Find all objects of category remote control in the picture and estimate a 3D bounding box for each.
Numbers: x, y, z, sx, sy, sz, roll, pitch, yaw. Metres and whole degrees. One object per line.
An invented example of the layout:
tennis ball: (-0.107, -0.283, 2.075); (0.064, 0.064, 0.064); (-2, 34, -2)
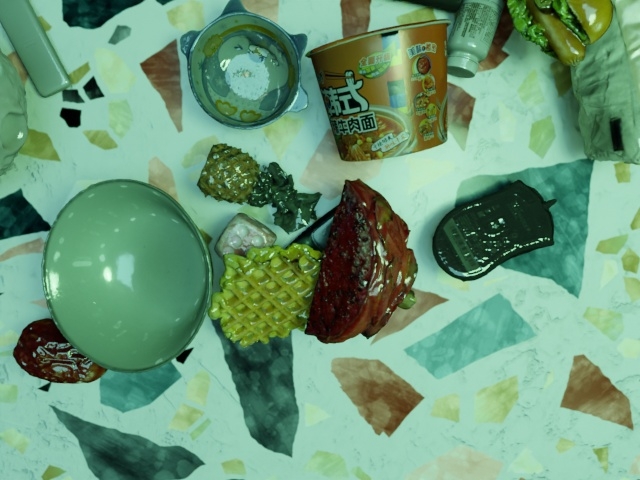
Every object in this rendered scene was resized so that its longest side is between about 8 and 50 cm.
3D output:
remote control: (-0.563, -0.405, 0.863); (0.067, 0.029, 0.261); (-25, 100, 2)
remote control: (0.000, 0.000, 0.919); (0.222, 0.042, 0.072); (-41, 99, 4)

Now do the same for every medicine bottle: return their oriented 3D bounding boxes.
medicine bottle: (0.284, -0.385, 0.855); (0.079, 0.079, 0.140); (17, 97, -3)

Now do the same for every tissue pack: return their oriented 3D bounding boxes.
tissue pack: (0.635, -0.335, 0.823); (0.375, 0.195, 0.391); (-20, 98, -11)

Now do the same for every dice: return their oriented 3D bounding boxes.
dice: (-0.146, 0.005, 0.893); (0.094, 0.091, 0.093); (33, 96, -6)

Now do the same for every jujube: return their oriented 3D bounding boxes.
jujube: (-0.511, 0.225, 0.908); (0.176, 0.109, 0.112); (21, 131, -7)

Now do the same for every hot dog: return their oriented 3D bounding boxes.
hot dog: (0.368, -0.444, 0.767); (0.100, 0.135, 0.338); (-16, 77, -22)

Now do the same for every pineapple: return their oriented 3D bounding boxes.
pineapple: (-0.110, -0.096, 0.878); (0.237, 0.111, 0.119); (21, 123, -10)

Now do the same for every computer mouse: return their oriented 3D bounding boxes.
computer mouse: (0.342, -0.018, 0.903); (0.264, 0.088, 0.147); (-23, 81, 3)

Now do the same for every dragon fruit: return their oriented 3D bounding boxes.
dragon fruit: (0.119, 0.062, 0.840); (0.204, 0.152, 0.317); (3, 105, -39)

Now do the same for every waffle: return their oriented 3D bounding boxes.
waffle: (-0.095, 0.105, 0.879); (0.243, 0.059, 0.238); (-3, 127, -22)

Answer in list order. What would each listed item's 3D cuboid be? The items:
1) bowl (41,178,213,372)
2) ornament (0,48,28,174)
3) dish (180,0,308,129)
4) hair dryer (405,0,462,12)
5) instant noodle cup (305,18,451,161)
bowl: (-0.324, 0.058, 0.849); (0.336, 0.157, 0.338); (1, 93, 14)
ornament: (-0.677, -0.228, 0.742); (0.336, 0.337, 0.338); (0, 98, -1)
dish: (-0.127, -0.315, 0.853); (0.227, 0.086, 0.236); (-40, 96, 3)
hair dryer: (0.186, -0.567, 0.843); (0.195, 0.078, 0.249); (12, 88, -2)
instant noodle cup: (0.112, -0.254, 0.800); (0.250, 0.250, 0.192); (-11, 107, 0)
